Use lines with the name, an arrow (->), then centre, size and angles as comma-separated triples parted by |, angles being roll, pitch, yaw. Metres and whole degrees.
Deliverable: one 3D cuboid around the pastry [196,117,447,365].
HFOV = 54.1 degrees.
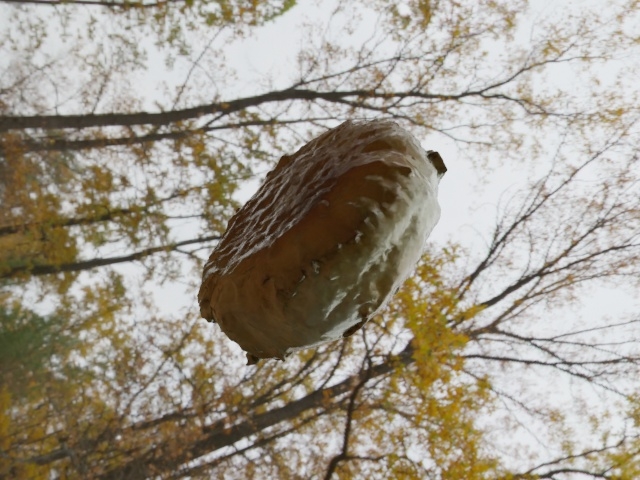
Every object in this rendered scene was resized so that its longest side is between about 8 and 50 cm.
pastry -> 0.004, -0.002, 0.579 | 0.257, 0.121, 0.235 | -37, -155, 13
